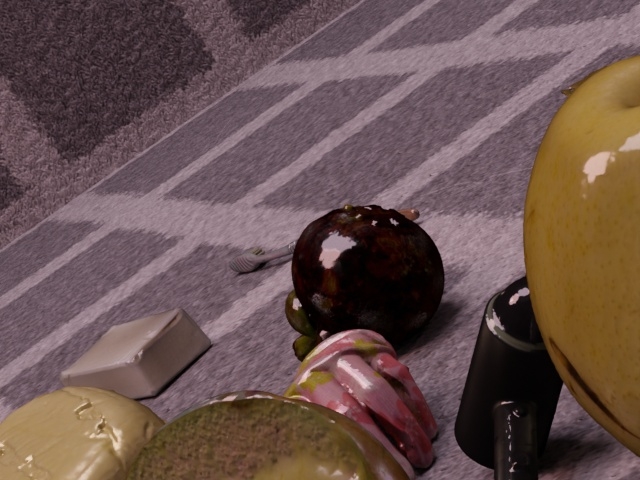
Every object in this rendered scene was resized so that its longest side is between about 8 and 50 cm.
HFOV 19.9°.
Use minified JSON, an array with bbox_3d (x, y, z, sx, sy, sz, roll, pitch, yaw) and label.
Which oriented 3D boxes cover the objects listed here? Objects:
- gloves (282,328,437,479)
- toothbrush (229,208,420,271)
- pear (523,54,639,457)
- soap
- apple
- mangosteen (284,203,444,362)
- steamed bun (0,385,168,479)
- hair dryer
[{"bbox_3d":[0.022,0.160,1.662,0.145,0.126,0.241,-26,7,1],"label":"gloves"},{"bbox_3d":[0.000,0.000,2.409,0.037,0.028,0.375,-34,12,-40],"label":"toothbrush"},{"bbox_3d":[0.290,0.008,1.272,0.309,0.309,0.309,-30,15,8],"label":"pear"},{"bbox_3d":[-0.239,0.151,2.330,0.183,0.063,0.121,-15,23,50],"label":"soap"},{"bbox_3d":[-0.038,0.206,1.506,0.265,0.193,0.120,-26,5,31],"label":"apple"},{"bbox_3d":[0.046,0.053,1.923,0.172,0.184,0.172,12,0,0],"label":"mangosteen"},{"bbox_3d":[-0.251,0.276,1.752,0.232,0.166,0.273,8,47,50],"label":"steamed bun"},{"bbox_3d":[0.155,0.151,1.384,0.078,0.195,0.248,5,43,-2],"label":"hair dryer"}]
